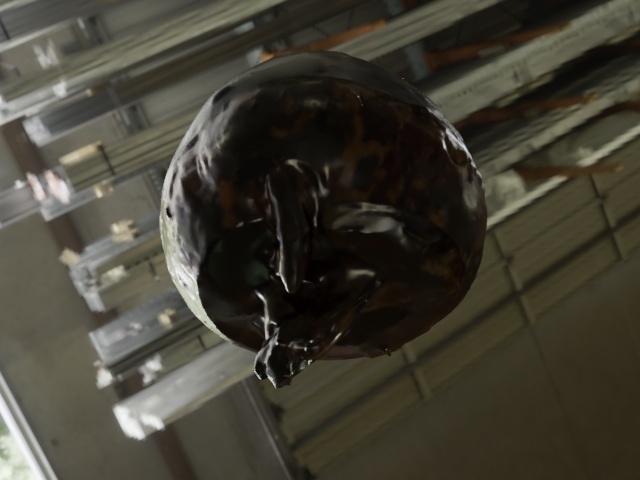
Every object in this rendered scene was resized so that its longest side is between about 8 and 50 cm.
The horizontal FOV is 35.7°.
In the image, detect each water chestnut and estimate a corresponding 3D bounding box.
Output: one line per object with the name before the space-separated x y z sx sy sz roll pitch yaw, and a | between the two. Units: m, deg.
water chestnut | 0.000 0.000 0.839 0.300 0.300 0.300 -22 -167 5
